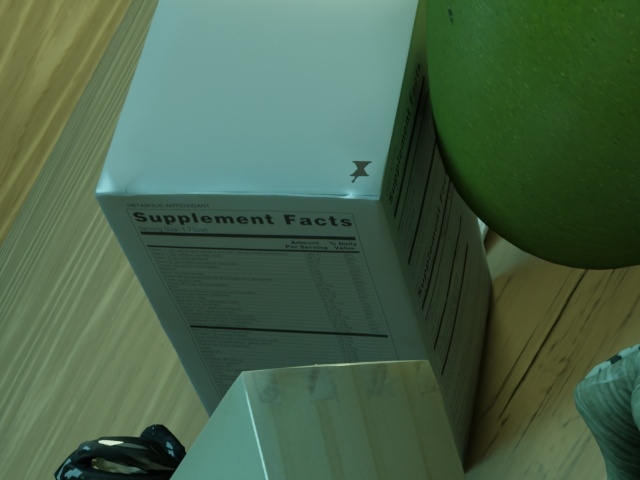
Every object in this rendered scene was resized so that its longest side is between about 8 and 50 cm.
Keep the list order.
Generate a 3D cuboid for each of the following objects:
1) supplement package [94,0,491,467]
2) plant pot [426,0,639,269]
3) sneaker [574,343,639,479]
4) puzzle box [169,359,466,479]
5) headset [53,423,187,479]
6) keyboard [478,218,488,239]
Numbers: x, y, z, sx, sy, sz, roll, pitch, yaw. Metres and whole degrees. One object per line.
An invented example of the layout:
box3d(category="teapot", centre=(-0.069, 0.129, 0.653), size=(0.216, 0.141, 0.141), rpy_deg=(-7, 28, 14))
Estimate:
box3d(category="supplement package", centre=(0.000, 0.000, 0.792), size=(0.244, 0.139, 0.134), rpy_deg=(72, -155, -51))
box3d(category="plant pot", centre=(0.151, -0.110, 0.608), size=(0.293, 0.274, 0.275), rpy_deg=(116, 170, -59))
box3d(category="sneaker", centre=(0.068, 0.208, 0.461), size=(0.410, 0.182, 0.158), rpy_deg=(-66, 19, -6))
box3d(category="puzzle box", centre=(-0.033, 0.245, 0.447), size=(0.409, 0.052, 0.272), rpy_deg=(123, 138, -52))
box3d(category="headset", centre=(-0.086, 0.289, 0.753), size=(0.243, 0.185, 0.394), rpy_deg=(-137, 64, -70))
box3d(category="keyboard", centre=(0.122, -0.103, 0.893), size=(0.072, 0.014, 0.256), rpy_deg=(-91, 18, -56))
